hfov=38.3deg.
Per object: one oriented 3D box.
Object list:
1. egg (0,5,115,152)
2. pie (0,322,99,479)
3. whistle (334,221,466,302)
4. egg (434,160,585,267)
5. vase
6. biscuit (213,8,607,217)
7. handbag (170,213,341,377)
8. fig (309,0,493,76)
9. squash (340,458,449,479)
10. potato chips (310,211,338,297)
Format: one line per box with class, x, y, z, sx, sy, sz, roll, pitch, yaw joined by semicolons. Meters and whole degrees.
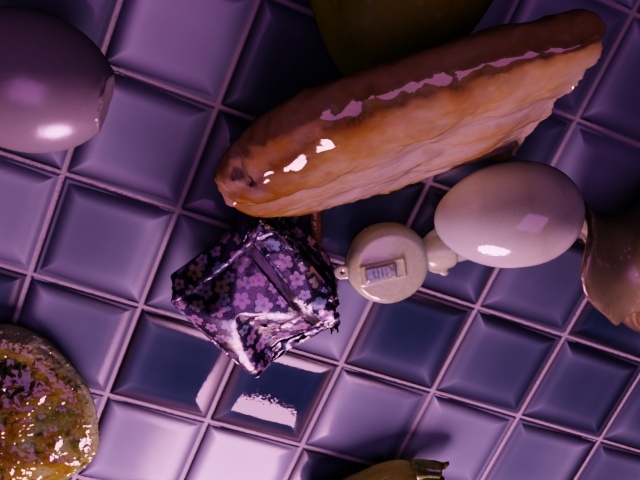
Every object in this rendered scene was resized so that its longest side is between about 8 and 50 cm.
egg;-0.376;-0.201;1.143;0.232;0.176;0.176;18;111;-14
pie;-0.497;0.264;1.399;0.323;0.070;0.323;-3;113;-7
whistle;0.148;0.025;1.386;0.258;0.067;0.126;-12;114;-6
egg;0.264;-0.036;1.299;0.209;0.151;0.151;-4;117;19
vase;0.537;0.046;1.387;0.303;0.240;0.329;-12;139;10
biscuit;0.086;-0.133;1.145;0.446;0.429;0.103;-17;82;0
handbag;-0.087;0.068;1.334;0.208;0.126;0.228;-36;116;11
fig;0.100;-0.332;1.119;0.258;0.258;0.326;-1;127;-8
squash;0.078;0.427;1.548;0.287;0.137;0.137;-38;115;-3
potato chips;0.000;0.000;1.375;0.037;0.026;0.203;-11;115;-8
